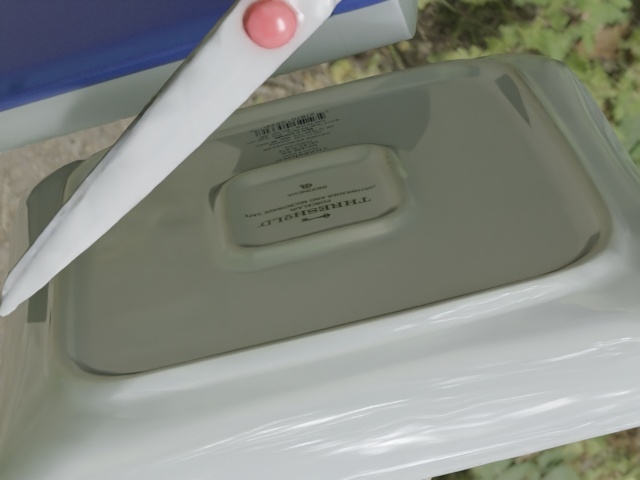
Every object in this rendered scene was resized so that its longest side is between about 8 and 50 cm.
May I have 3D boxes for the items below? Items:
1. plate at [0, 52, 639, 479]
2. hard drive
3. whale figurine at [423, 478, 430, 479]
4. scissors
[{"bbox_3d":[0.000,0.000,0.573,0.277,0.278,0.045,-14,118,0],"label":"plate"},{"bbox_3d":[-0.102,-0.131,0.781,0.319,0.210,0.040,-14,125,17],"label":"hard drive"},{"bbox_3d":[0.018,0.084,1.053,0.141,0.216,0.272,-10,168,-38],"label":"whale figurine"},{"bbox_3d":[0.005,-0.071,0.418,0.109,0.021,0.297,23,115,-15],"label":"scissors"}]
